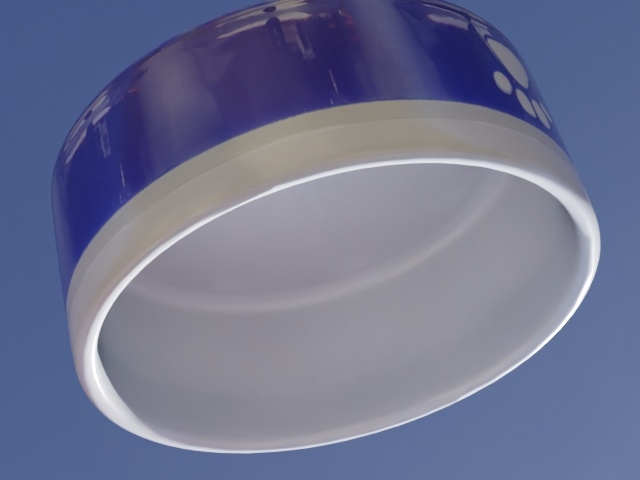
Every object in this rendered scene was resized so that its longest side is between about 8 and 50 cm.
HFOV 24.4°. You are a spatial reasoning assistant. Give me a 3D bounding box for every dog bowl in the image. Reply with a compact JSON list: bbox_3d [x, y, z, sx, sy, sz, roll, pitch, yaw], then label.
[{"bbox_3d":[0.000,0.000,0.750,0.264,0.265,0.104,-22,-124,8],"label":"dog bowl"}]
